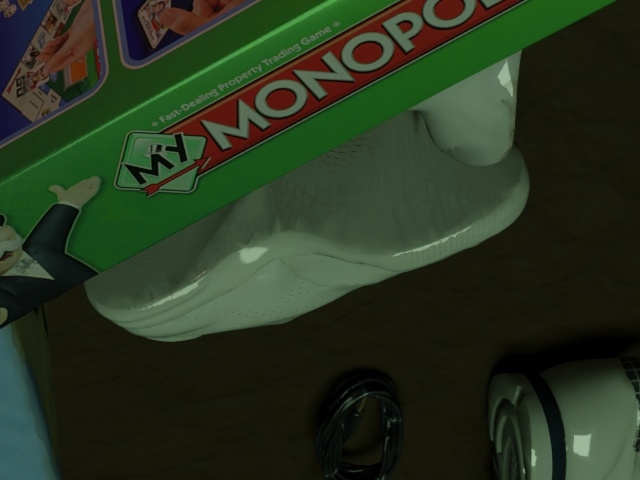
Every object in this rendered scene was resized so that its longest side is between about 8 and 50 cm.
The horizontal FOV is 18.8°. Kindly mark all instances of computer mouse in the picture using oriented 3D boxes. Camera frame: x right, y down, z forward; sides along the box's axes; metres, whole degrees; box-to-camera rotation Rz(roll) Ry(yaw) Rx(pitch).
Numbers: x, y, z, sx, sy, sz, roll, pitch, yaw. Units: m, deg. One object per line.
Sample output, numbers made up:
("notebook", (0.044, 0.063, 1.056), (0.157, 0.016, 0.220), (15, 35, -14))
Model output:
("computer mouse", (-0.014, 0.158, 1.112), (0.071, 0.041, 0.242), (12, 127, -23))

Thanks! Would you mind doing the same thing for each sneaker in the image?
("sneaker", (0.000, 0.000, 0.912), (0.212, 0.080, 0.094), (-15, 152, 13))
("sneaker", (0.150, 0.155, 1.111), (0.094, 0.090, 0.235), (-15, 142, -11))

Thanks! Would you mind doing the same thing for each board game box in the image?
("board game box", (-0.035, -0.145, 0.538), (0.213, 0.317, 0.046), (-28, 136, 17))

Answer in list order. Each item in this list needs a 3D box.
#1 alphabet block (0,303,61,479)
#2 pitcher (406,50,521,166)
("alphabet block", (-0.212, -0.009, 0.742), (0.193, 0.197, 0.192), (-8, 140, -5))
("pitcher", (-0.005, -0.115, 0.748), (0.207, 0.125, 0.178), (2, 118, -31))
